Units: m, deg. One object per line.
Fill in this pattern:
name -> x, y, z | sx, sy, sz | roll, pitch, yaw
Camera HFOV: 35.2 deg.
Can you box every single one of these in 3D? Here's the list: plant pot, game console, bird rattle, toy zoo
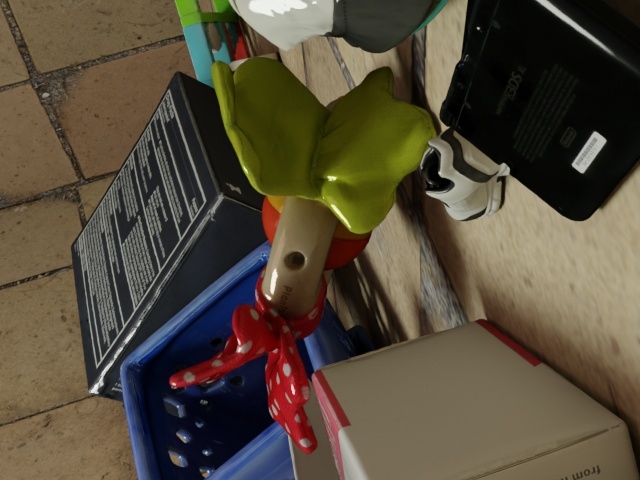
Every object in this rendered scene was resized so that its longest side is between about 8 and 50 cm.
plant pot -> -0.043, 0.182, 1.047 | 0.212, 0.236, 0.236 | 41, -165, -40
game console -> 0.085, -0.079, 0.355 | 0.107, 0.071, 0.122 | 40, 167, 11
bird rattle -> 0.000, 0.000, 0.679 | 0.207, 0.143, 0.253 | -56, -25, -66
toy zoo -> -0.130, -0.230, 1.429 | 0.192, 0.030, 0.293 | -49, -56, -73

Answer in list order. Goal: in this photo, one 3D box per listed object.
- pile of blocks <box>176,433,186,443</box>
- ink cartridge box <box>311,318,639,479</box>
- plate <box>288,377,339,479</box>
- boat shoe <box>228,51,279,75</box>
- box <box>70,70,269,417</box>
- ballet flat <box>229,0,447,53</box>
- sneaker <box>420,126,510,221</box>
pile of blocks -> -0.086, 0.179, 1.381 | 0.149, 0.362, 0.112 | 32, 112, 20
ink cartridge box -> 0.097, 0.208, 0.535 | 0.207, 0.117, 0.282 | -137, 30, -77
plate -> 0.032, 0.272, 0.779 | 0.278, 0.045, 0.277 | -105, 0, -53
boat shoe -> -0.088, -0.192, 1.262 | 0.206, 0.075, 0.064 | -162, 58, -77
box -> -0.148, 0.008, 1.219 | 0.294, 0.183, 0.296 | -55, 33, 22
ballet flat -> -0.002, -0.140, 0.535 | 0.280, 0.096, 0.095 | -151, 51, -80
sneaker -> 0.066, -0.034, 0.490 | 0.109, 0.044, 0.040 | 88, 162, -73
